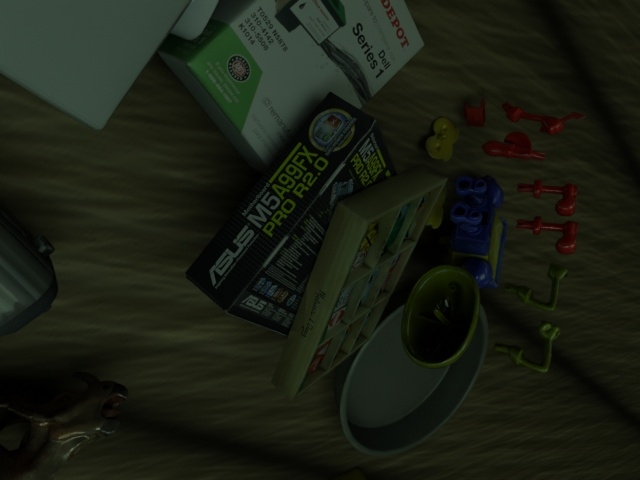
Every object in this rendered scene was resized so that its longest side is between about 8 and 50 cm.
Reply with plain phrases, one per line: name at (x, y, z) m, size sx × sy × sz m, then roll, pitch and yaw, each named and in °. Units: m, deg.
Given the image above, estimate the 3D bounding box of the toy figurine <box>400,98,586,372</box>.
toy figurine at (0.235, 0.021, 0.763) m, size 0.217 × 0.191 × 0.363 m, roll 54°, pitch 46°, yaw -59°

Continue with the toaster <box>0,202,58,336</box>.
toaster at (-0.336, 0.032, 0.434) m, size 0.227 × 0.129 × 0.146 m, roll -34°, pitch 123°, yaw -15°

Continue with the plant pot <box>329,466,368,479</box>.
plant pot at (0.026, 0.527, 0.873) m, size 0.212 × 0.187 × 0.212 m, roll -13°, pitch 118°, yaw -30°

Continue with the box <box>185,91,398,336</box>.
box at (0.000, 0.000, 0.618) m, size 0.216 × 0.060 × 0.270 m, roll -53°, pitch 157°, yaw -3°

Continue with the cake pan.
cake pan at (0.140, 0.197, 0.883) m, size 0.293 × 0.054 × 0.293 m, roll -15°, pitch 119°, yaw -29°

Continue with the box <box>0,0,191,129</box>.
box at (-0.233, -0.233, 0.255) m, size 0.168 × 0.215 × 0.345 m, roll -55°, pitch 151°, yaw -1°

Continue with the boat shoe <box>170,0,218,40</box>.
boat shoe at (-0.109, -0.318, 0.437) m, size 0.102 × 0.108 × 0.301 m, roll 6°, pitch 103°, yaw -33°

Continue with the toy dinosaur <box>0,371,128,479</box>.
toy dinosaur at (-0.338, 0.197, 0.489) m, size 0.295 × 0.200 × 0.127 m, roll 16°, pitch 130°, yaw -25°

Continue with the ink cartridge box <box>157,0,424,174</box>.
ink cartridge box at (-0.022, -0.193, 0.563) m, size 0.219 × 0.092 × 0.160 m, roll -46°, pitch 130°, yaw -8°

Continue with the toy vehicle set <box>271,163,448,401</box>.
toy vehicle set at (0.041, 0.050, 0.640) m, size 0.166 × 0.035 × 0.267 m, roll -28°, pitch 147°, yaw -46°
